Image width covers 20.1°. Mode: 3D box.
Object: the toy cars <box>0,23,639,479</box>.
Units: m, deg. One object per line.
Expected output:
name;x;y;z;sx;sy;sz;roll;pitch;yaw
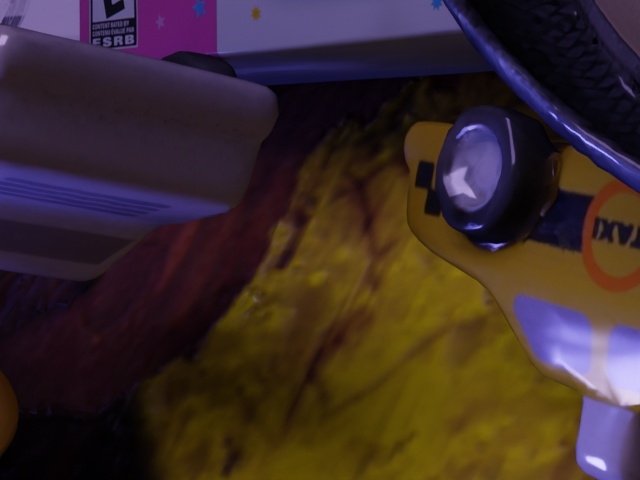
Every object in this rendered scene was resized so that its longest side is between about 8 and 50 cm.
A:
toy cars;0.000;0.000;0.475;0.393;0.176;0.087;11;92;14

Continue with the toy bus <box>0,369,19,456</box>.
toy bus;-0.179;0.099;0.595;0.104;0.202;0.191;43;87;6

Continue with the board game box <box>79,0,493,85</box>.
board game box;0.022;-0.209;0.596;0.224;0.097;0.303;0;89;43

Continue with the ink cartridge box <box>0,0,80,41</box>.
ink cartridge box;-0.096;-0.103;0.748;0.150;0.063;0.109;3;56;41

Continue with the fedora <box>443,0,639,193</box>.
fedora;0.182;-0.126;0.369;0.334;0.153;0.334;0;42;0
